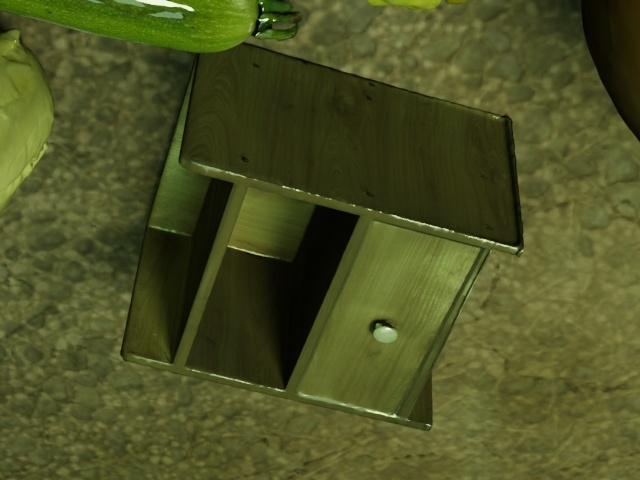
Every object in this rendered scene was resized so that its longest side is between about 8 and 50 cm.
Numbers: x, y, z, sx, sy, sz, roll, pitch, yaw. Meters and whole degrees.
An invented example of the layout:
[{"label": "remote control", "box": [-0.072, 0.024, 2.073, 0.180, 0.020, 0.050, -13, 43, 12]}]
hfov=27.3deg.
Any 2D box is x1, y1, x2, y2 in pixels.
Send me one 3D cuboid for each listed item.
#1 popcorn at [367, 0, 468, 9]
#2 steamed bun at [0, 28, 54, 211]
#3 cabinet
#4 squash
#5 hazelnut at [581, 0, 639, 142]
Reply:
[{"label": "popcorn", "box": [-0.018, -0.221, 0.635, 0.286, 0.174, 0.225, 20, 174, -43]}, {"label": "steamed bun", "box": [-0.291, -0.024, 0.806, 0.166, 0.232, 0.273, 35, 122, -13]}, {"label": "cabinet", "box": [0.000, 0.000, 0.859, 0.215, 0.148, 0.175, 14, 129, -10]}, {"label": "squash", "box": [-0.166, -0.162, 0.781, 0.318, 0.071, 0.080, 10, 139, -4]}, {"label": "hazelnut", "box": [0.286, -0.176, 0.593, 0.359, 0.359, 0.409, 3, 126, 1]}]
